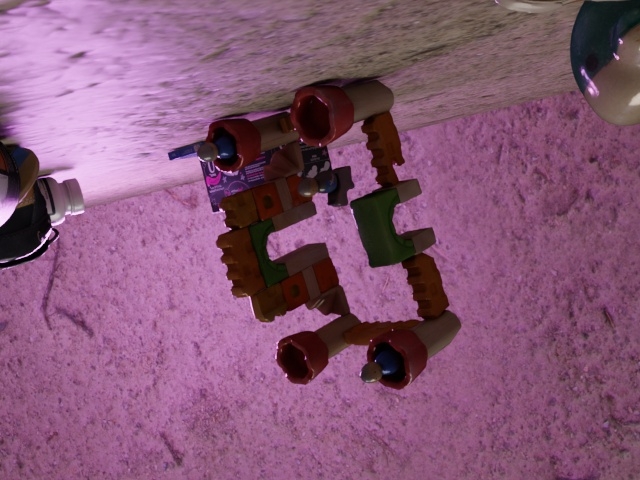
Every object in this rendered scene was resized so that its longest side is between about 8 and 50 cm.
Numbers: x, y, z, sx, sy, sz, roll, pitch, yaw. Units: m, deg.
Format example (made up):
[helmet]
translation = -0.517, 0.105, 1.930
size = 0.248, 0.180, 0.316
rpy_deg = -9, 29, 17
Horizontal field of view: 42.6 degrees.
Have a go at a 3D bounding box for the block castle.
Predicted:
[block castle]
translation = 0.000, 0.000, 1.271
size = 0.303, 0.453, 0.213
rpy_deg = -8, -167, 47

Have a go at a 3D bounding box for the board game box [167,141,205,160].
[board game box]
translation = -0.241, -0.180, 1.637
size = 0.090, 0.020, 0.090
rpy_deg = -11, -175, 34

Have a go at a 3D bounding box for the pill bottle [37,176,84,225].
[pill bottle]
translation = -0.542, -0.069, 1.559
size = 0.169, 0.094, 0.094
rpy_deg = -14, -177, -27

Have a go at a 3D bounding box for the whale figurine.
[whale figurine]
translation = 0.338, -0.222, 0.743
size = 0.216, 0.141, 0.272
rpy_deg = -19, 161, -26

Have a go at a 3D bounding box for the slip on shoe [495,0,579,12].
[slip on shoe]
translation = 0.206, -0.219, 0.675
size = 0.135, 0.051, 0.041
rpy_deg = -5, 142, -10

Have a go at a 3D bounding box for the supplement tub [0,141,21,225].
[supplement tub]
translation = -0.346, -0.056, 0.743
size = 0.117, 0.117, 0.190
rpy_deg = -13, -177, -10

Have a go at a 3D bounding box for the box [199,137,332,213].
[box]
translation = -0.116, -0.155, 1.755
size = 0.163, 0.142, 0.247
rpy_deg = -17, -173, -42

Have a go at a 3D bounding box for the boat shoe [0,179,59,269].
[boat shoe]
translation = -0.502, -0.032, 1.246
size = 0.186, 0.156, 0.500
rpy_deg = -16, -174, -23

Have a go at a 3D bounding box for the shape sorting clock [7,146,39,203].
[shape sorting clock]
translation = -0.408, -0.039, 0.922
size = 0.206, 0.040, 0.206
rpy_deg = -17, -140, 14
